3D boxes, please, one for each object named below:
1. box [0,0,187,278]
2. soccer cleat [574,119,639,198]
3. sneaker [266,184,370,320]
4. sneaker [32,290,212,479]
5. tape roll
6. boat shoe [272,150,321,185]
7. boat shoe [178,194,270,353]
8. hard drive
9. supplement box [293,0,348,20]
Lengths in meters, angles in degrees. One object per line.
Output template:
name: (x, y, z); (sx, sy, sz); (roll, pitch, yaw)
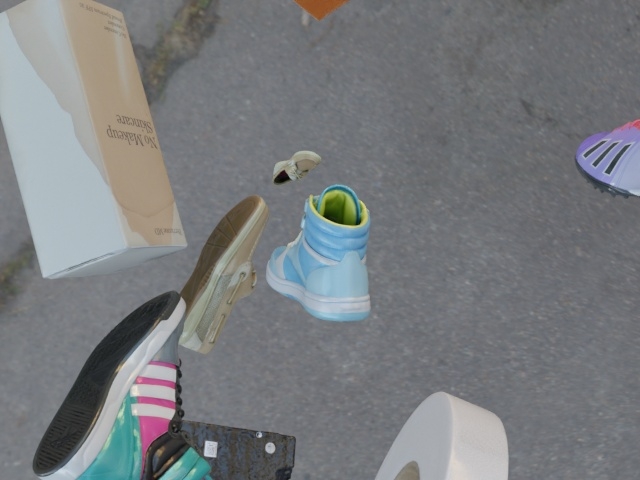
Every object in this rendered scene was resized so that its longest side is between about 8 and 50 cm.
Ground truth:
box: (-0.279, -0.119, 1.081); (0.121, 0.148, 0.311); (-19, 85, 20)
soccer cleat: (0.396, -0.103, 1.050); (0.109, 0.318, 0.116); (-18, 110, -10)
sneaker: (0.000, 0.000, 1.538); (0.319, 0.127, 0.208); (-155, 66, -62)
sneaker: (-0.190, 0.206, 1.057); (0.124, 0.178, 0.295); (-21, 28, 32)
tape roll: (0.101, 0.366, 1.056); (0.072, 0.392, 0.392); (24, 95, -3)
boat shoe: (-0.048, -0.138, 1.797); (0.135, 0.050, 0.045); (-21, 44, 53)
boat shoe: (-0.188, 0.069, 1.849); (0.341, 0.110, 0.121); (-58, 27, 6)
hard drive: (-0.210, 0.406, 1.442); (0.064, 0.339, 0.237); (141, 136, -57)
supplement box: (0.025, -0.391, 1.137); (0.078, 0.080, 0.233); (-23, 40, 49)
